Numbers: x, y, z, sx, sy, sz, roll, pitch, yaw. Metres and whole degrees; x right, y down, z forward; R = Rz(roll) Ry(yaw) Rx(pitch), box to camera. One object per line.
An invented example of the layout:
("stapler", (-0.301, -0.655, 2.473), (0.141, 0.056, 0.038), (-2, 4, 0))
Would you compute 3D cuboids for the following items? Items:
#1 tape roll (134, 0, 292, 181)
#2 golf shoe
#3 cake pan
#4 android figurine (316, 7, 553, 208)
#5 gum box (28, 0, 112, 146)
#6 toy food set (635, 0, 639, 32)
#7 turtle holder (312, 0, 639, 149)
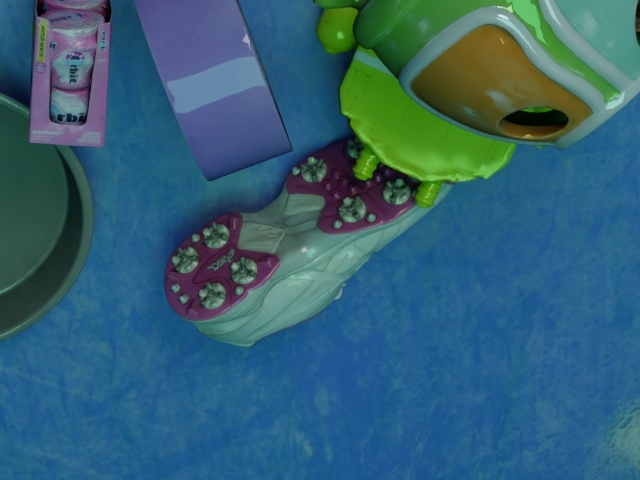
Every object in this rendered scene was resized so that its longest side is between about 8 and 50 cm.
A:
("tape roll", (-0.092, -0.151, 1.180), (0.080, 0.189, 0.189), (-20, 120, 0))
("golf shoe", (0.000, 0.000, 1.342), (0.306, 0.115, 0.140), (-28, 145, 1))
("cake pan", (-0.357, -0.026, 1.261), (0.293, 0.054, 0.293), (-7, 124, -11))
("android figurine", (0.120, -0.165, 1.240), (0.248, 0.056, 0.272), (22, 95, -4))
("gum box", (-0.209, -0.161, 1.152), (0.062, 0.188, 0.107), (2, 118, -12))
("toy food set", (0.265, -0.192, 1.292), (0.218, 0.071, 0.128), (-24, 120, 2))
("turtle holder", (0.175, -0.213, 1.114), (0.227, 0.320, 0.243), (45, 123, -3))
